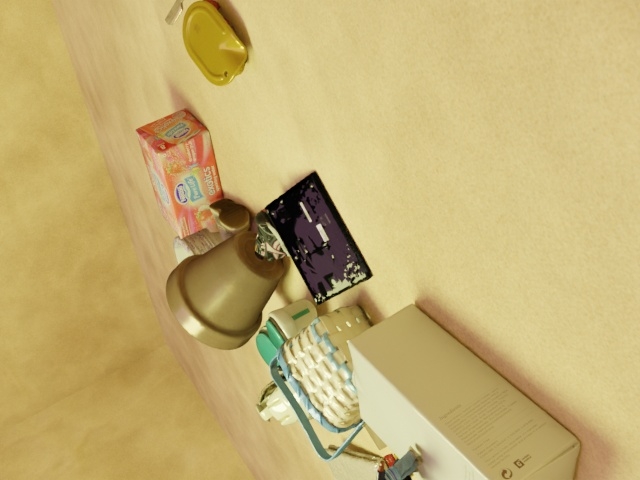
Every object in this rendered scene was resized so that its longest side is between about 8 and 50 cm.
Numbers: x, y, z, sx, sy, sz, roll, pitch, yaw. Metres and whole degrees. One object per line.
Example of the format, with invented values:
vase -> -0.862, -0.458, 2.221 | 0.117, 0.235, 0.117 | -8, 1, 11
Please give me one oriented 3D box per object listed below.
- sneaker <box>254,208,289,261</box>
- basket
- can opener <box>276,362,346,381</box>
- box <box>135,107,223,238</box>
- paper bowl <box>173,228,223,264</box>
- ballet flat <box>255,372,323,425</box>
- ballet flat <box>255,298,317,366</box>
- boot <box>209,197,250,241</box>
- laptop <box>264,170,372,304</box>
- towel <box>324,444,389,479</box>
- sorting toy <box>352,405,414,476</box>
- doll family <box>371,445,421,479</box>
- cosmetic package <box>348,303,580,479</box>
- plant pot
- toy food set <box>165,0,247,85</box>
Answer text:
sneaker -> -0.113, 0.001, 1.675 | 0.072, 0.077, 0.178 | 65, -177, 35
basket -> 0.021, 0.294, 1.583 | 0.289, 0.201, 0.255 | -48, 67, 35
can opener -> -0.020, 0.299, 1.771 | 0.073, 0.186, 0.059 | -40, 66, 49
box -> -0.368, -0.175, 2.033 | 0.142, 0.154, 0.300 | 45, 152, 39
paper bowl -> -0.302, 0.090, 2.208 | 0.284, 0.148, 0.284 | 50, 156, 31
ballet flat -> -0.077, 0.428, 2.049 | 0.164, 0.182, 0.483 | 61, 159, 5
ballet flat -> -0.073, 0.234, 1.882 | 0.139, 0.139, 0.400 | 58, 163, 12
boot -> -0.216, -0.010, 1.987 | 0.213, 0.077, 0.165 | 34, 145, 60
laptop -> 0.000, 0.000, 1.582 | 0.264, 0.136, 0.234 | -32, 86, 44
towel -> 0.111, 0.640, 1.998 | 0.282, 0.049, 0.187 | -12, 102, 59
sorting toy -> 0.135, 0.402, 1.708 | 0.275, 0.046, 0.132 | 57, 159, 14
doll family -> 0.125, 0.417, 1.232 | 0.076, 0.111, 0.193 | 21, 139, 63
cosmetic package -> 0.219, 0.305, 1.248 | 0.385, 0.156, 0.217 | 43, 152, 43
plant pot -> -0.212, 0.104, 1.872 | 0.229, 0.263, 0.263 | -43, 72, 31
toy food set -> -0.206, -0.407, 1.508 | 0.218, 0.071, 0.128 | 54, 134, 15
